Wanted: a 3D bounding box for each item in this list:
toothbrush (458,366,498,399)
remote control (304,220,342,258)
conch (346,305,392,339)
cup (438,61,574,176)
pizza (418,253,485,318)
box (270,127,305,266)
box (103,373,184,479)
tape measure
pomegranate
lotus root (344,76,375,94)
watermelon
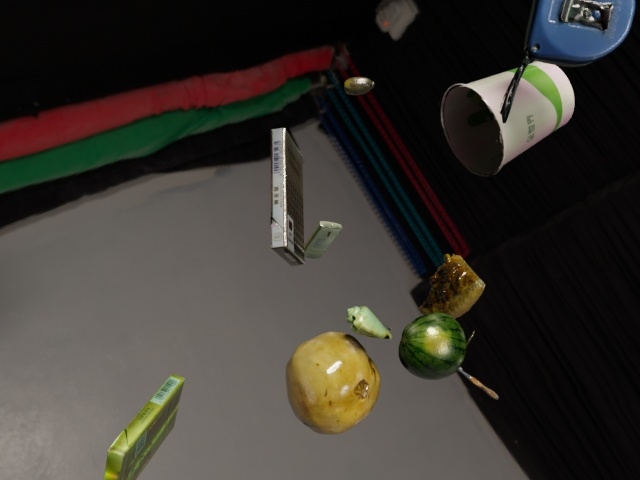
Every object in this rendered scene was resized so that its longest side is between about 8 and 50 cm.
[{"bbox_3d":[0.606,0.551,2.152,0.023,0.321,0.031,-55,30,-6],"label":"toothbrush"},{"bbox_3d":[0.000,0.000,2.266,0.098,0.038,0.233,9,-35,-22],"label":"remote control"},{"bbox_3d":[0.152,0.268,1.720,0.079,0.170,0.106,-58,0,30],"label":"conch"},{"bbox_3d":[0.491,-0.332,1.436,0.273,0.253,0.253,-27,-8,-12],"label":"cup"},{"bbox_3d":[0.438,0.200,1.881,0.268,0.087,0.258,-113,43,-67],"label":"pizza"},{"bbox_3d":[-0.086,-0.111,1.458,0.047,0.325,0.180,-5,-17,12],"label":"box"},{"bbox_3d":[-0.432,0.483,1.356,0.311,0.043,0.173,-58,-15,-68],"label":"box"},{"bbox_3d":[0.525,-0.412,1.177,0.215,0.352,0.098,12,10,6],"label":"tape measure"},{"bbox_3d":[0.032,0.467,1.828,0.332,0.333,0.332,-30,-7,-4],"label":"pomegranate"},{"bbox_3d":[0.123,-0.484,1.725,0.099,0.054,0.049,-4,14,2],"label":"lotus root"},{"bbox_3d":[0.342,0.322,1.594,0.204,0.232,0.127,-55,29,6],"label":"watermelon"}]
